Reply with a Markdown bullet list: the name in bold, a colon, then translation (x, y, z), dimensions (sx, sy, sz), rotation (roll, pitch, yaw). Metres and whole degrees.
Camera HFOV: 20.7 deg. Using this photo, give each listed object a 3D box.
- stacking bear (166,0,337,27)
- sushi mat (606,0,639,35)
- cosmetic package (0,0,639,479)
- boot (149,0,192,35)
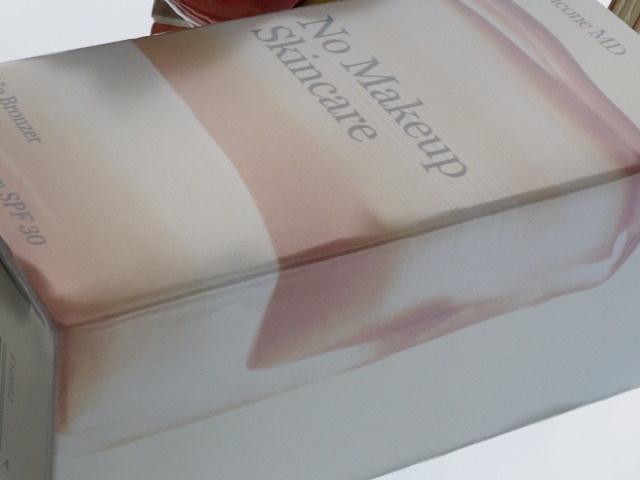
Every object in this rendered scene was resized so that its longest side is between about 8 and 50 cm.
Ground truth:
- **stacking bear**: translation (-0.014, -0.152, 0.800), dimensions (0.175, 0.289, 0.164), rotation (-41, -117, 29)
- **sushi mat**: translation (0.216, -0.093, 1.010), dimensions (0.316, 0.151, 0.019), rotation (-65, -152, 23)
- **cosmetic package**: translation (0.000, 0.000, 0.678), dimensions (0.153, 0.296, 0.129), rotation (48, -39, 38)
- **boot**: translation (-0.097, -0.142, 1.373), dimensions (0.059, 0.158, 0.084), rotation (10, -84, 18)
